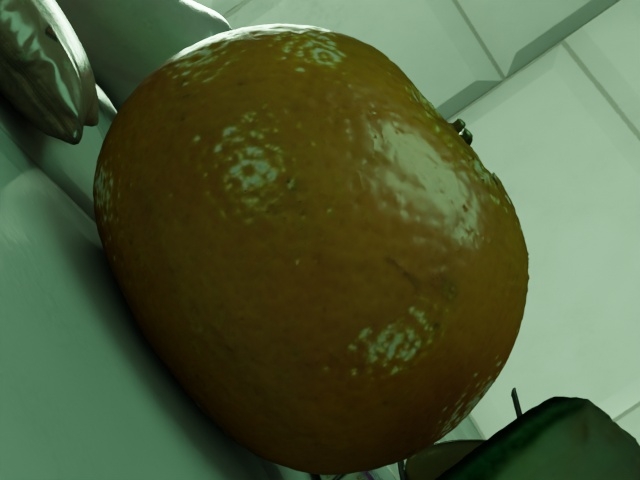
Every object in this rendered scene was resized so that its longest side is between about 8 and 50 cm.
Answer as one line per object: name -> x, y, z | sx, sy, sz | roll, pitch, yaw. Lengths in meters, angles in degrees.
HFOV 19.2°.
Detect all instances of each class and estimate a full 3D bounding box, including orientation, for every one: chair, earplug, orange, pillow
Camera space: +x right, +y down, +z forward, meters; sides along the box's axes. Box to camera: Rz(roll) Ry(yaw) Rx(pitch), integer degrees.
chair -> 0.162, 0.295, 2.149 | 0.247, 0.159, 0.172 | -107, -160, -64
earplug -> -0.245, -0.262, 2.134 | 0.301, 0.172, 0.172 | 40, 15, -49
orange -> 0.000, 0.000, 1.671 | 0.424, 0.326, 0.424 | 54, 7, -10
pillow -> -0.272, -0.186, 1.714 | 0.223, 0.084, 0.236 | 56, 7, -9

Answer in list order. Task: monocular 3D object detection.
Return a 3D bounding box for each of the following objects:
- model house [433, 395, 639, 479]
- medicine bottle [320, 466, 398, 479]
model house -> 0.193, 0.335, 1.519 | 0.243, 0.298, 0.284 | 44, -9, 46
medicine bottle -> 0.042, 0.257, 1.985 | 0.171, 0.052, 0.201 | 54, 4, -23
